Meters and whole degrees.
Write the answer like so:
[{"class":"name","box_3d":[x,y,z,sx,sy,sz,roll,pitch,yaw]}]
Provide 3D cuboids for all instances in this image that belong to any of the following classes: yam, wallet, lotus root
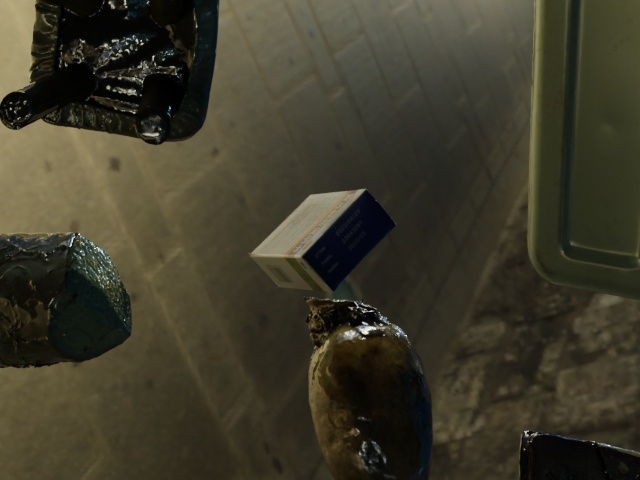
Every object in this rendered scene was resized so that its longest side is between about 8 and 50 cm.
[{"class":"yam","box_3d":[-0.420,0.092,1.703,0.202,0.271,0.201,39,47,-52]},{"class":"wallet","box_3d":[0.332,0.290,1.307,0.232,0.031,0.122,14,62,-13]},{"class":"lotus root","box_3d":[0.064,0.208,1.365,0.169,0.141,0.314,37,40,-80]}]

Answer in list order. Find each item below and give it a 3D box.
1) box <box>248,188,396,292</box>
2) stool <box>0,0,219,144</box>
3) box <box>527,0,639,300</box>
[{"class":"box","box_3d":[0.000,0.000,2.407,0.200,0.299,0.106,-46,108,-17]},{"class":"stool","box_3d":[-0.330,-0.311,1.808,0.226,0.310,0.310,-63,160,-81]},{"class":"box","box_3d":[0.246,-0.108,0.880,0.182,0.175,0.312,-33,127,-51]}]
